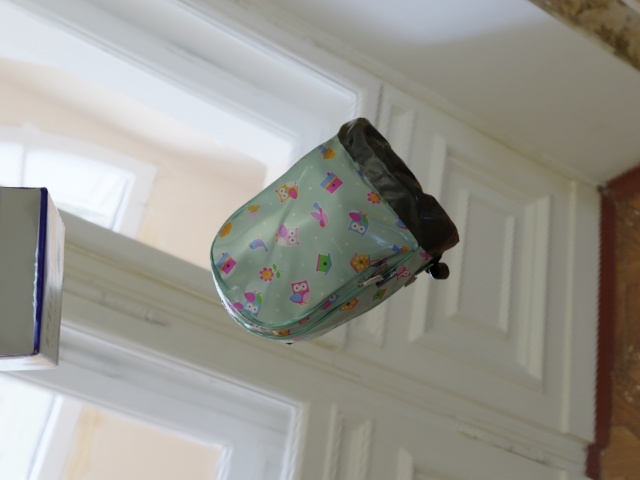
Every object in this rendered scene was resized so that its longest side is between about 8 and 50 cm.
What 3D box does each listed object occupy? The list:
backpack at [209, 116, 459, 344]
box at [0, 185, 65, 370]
[{"bbox_3d":[0.000,0.000,0.681,0.182,0.115,0.152,-38,68,4],"label":"backpack"},{"bbox_3d":[-0.242,0.034,0.657,0.137,0.072,0.126,131,139,-74],"label":"box"}]
